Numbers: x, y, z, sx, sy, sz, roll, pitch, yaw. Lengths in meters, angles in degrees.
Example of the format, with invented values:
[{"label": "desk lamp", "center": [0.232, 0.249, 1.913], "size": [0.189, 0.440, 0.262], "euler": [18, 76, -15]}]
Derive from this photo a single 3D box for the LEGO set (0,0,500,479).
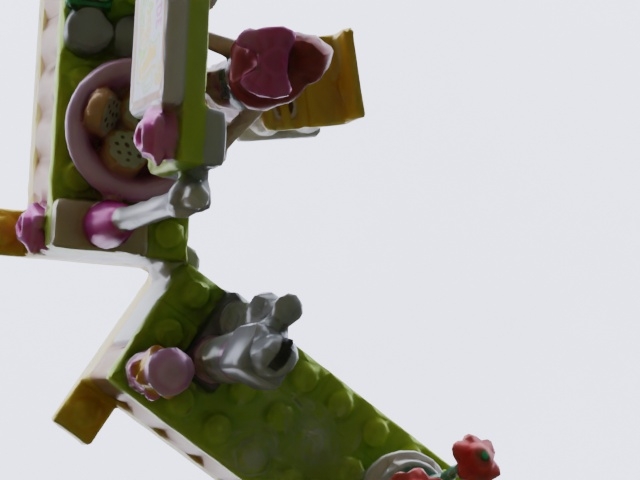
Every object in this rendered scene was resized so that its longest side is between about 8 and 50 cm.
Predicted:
[{"label": "LEGO set", "center": [0.000, 0.000, 0.465], "size": [0.132, 0.107, 0.287], "euler": [-19, -88, -24]}]
